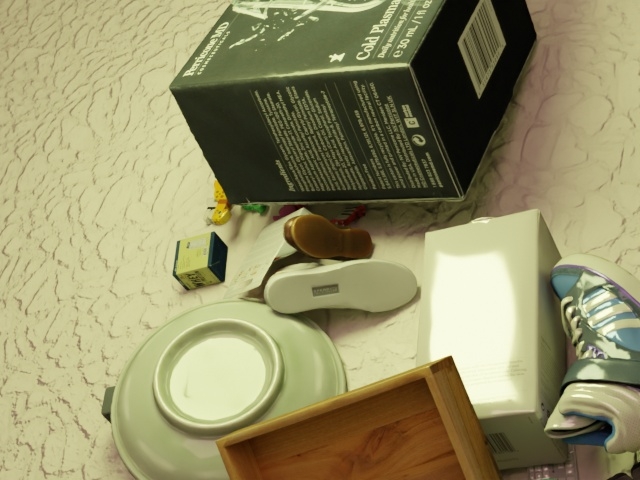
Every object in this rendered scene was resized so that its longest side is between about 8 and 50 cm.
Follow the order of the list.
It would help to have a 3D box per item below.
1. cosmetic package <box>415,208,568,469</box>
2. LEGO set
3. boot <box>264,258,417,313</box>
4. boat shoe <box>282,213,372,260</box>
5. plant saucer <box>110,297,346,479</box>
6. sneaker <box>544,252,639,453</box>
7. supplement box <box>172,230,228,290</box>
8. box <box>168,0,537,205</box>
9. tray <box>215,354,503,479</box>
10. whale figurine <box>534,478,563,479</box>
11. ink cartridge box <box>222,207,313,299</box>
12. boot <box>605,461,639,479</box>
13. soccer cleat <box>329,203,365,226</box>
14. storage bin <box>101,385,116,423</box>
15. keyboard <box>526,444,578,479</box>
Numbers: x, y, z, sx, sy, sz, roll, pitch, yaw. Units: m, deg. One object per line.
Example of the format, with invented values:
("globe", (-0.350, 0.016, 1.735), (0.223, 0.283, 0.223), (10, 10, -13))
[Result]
("cosmetic package", (0.260, 0.149, 1.837), (0.197, 0.155, 0.366), (-11, 47, 25))
("LEGO set", (-0.149, -0.059, 2.303), (0.227, 0.087, 0.093), (0, 55, 32))
("boot", (0.033, 0.068, 2.091), (0.258, 0.095, 0.123), (-2, 13, 0))
("boat shoe", (0.000, 0.000, 2.097), (0.073, 0.207, 0.073), (0, 79, 40))
("plant saucer", (-0.160, 0.240, 1.994), (0.400, 0.100, 0.400), (-6, 52, 7))
("sneaker", (0.369, 0.164, 1.688), (0.236, 0.130, 0.323), (-36, 42, -14))
("supplement box", (-0.226, 0.039, 2.292), (0.083, 0.056, 0.083), (-14, 50, 21))
("box", (0.074, -0.320, 2.174), (0.471, 0.297, 0.480), (-2, 42, 32))
("tray", (0.048, 0.322, 1.741), (0.411, 0.076, 0.203), (-25, 85, 35))
("whale figurine", (0.266, 0.438, 1.595), (0.272, 0.141, 0.216), (-58, 26, 7))
("ink cartridge box", (-0.089, 0.035, 2.170), (0.145, 0.045, 0.179), (-24, 34, 55))
("boot", (0.516, 0.350, 1.572), (0.338, 0.118, 0.223), (-21, 42, 9))
("soccer cleat", (0.044, -0.042, 2.218), (0.083, 0.029, 0.035), (-32, 37, 0))
("storage bin", (-0.311, 0.286, 2.124), (0.135, 0.091, 0.098), (-12, 50, 21))
("keyboard", (0.333, 0.377, 1.723), (0.072, 0.014, 0.256), (-15, 50, 21))
